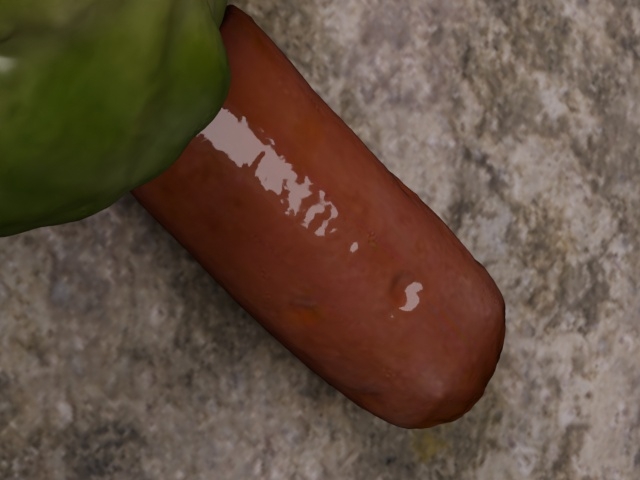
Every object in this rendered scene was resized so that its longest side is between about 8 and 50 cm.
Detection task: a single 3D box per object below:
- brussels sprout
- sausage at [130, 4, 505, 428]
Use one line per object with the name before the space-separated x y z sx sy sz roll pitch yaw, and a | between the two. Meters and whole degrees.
brussels sprout | -0.154 -0.164 0.773 0.274 0.243 0.316 25 71 -39
sausage | 0.000 0.000 0.949 0.259 0.113 0.113 46 72 -22
